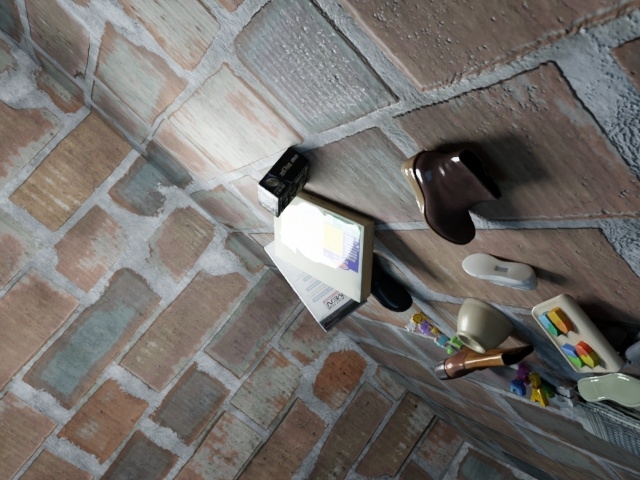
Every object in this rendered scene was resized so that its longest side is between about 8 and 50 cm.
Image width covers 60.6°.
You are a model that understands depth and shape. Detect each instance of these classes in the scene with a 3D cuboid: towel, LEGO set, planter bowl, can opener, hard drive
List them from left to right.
[{"bbox_3d":[0.465,0.259,1.601,0.162,0.109,0.162,35,164,12],"label":"planter bowl"},{"bbox_3d":[0.658,0.433,1.673,0.227,0.087,0.093,14,116,63],"label":"LEGO set"},{"bbox_3d":[0.757,0.500,1.801,0.135,0.022,0.094,35,165,13],"label":"hard drive"},{"bbox_3d":[0.899,0.564,1.599,0.312,0.056,0.324,23,158,45],"label":"towel"},{"bbox_3d":[0.635,0.204,1.115,0.095,0.076,0.283,32,163,20],"label":"can opener"}]

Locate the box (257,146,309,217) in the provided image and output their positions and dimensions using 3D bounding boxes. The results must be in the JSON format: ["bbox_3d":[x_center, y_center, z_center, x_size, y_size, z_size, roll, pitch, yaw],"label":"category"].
[{"bbox_3d":[-0.109,-0.166,1.602,0.077,0.147,0.180,37,166,5],"label":"box"}]

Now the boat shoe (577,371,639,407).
[{"bbox_3d":[0.741,0.361,1.353,0.228,0.068,0.081,141,118,-71],"label":"boat shoe"}]

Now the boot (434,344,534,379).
[{"bbox_3d":[0.528,0.346,1.693,0.280,0.264,0.096,-32,68,48],"label":"boot"}]

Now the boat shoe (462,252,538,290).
[{"bbox_3d":[0.419,0.077,1.279,0.184,0.066,0.063,6,145,46],"label":"boat shoe"}]

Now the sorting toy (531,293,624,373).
[{"bbox_3d":[0.570,0.221,1.246,0.193,0.038,0.208,56,173,15],"label":"sorting toy"}]

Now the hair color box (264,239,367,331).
[{"bbox_3d":[-0.020,0.120,1.956,0.374,0.185,0.113,51,175,31],"label":"hair color box"}]

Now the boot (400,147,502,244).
[{"bbox_3d":[0.278,-0.076,1.082,0.248,0.090,0.207,48,165,-20],"label":"boot"}]

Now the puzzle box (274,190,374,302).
[{"bbox_3d":[0.000,0.000,1.762,0.409,0.052,0.272,27,127,38],"label":"puzzle box"}]

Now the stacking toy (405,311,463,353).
[{"bbox_3d":[0.432,0.361,2.088,0.221,0.052,0.167,35,165,9],"label":"stacking toy"}]

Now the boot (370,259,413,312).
[{"bbox_3d":[0.192,0.135,1.889,0.246,0.094,0.207,35,170,35],"label":"boot"}]
